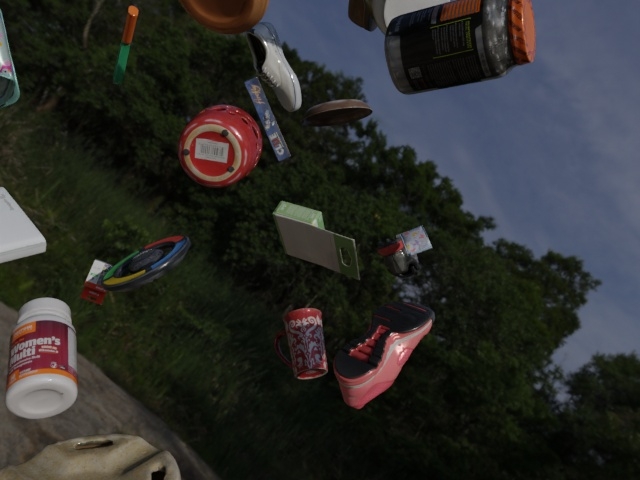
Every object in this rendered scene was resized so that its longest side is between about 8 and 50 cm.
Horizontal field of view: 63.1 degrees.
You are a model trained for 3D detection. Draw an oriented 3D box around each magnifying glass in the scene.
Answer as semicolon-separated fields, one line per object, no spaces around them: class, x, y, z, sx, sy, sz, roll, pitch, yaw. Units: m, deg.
magnifying glass;-0.469;-0.463;1.246;0.026;0.092;0.231;11;-30;-27

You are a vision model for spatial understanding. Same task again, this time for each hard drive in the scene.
hard drive;-0.847;-0.013;1.163;0.233;0.353;0.047;41;-54;23

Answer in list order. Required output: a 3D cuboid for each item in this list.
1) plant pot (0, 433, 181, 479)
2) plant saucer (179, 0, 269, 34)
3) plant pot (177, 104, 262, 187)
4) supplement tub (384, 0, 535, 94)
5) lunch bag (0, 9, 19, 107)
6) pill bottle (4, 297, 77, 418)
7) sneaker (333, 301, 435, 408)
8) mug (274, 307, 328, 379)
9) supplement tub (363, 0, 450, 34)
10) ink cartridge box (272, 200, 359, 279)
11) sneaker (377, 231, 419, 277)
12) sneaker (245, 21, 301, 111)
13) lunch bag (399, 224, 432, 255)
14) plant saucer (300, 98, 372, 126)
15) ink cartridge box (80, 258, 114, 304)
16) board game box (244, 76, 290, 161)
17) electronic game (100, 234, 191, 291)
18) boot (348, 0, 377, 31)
plant pot;-0.272;0.416;0.600;0.334;0.333;0.306;21;-67;60
plant saucer;-0.197;-0.487;1.000;0.199;0.037;0.200;10;-40;9
plant pot;-0.243;-0.221;1.254;0.191;0.191;0.174;45;16;-15
supplement tub;0.351;-0.498;1.317;0.337;0.207;0.207;-1;-37;32
lunch bag;-0.686;-0.373;1.001;0.262;0.160;0.224;-6;-83;59
pill bottle;-0.546;0.224;1.026;0.121;0.121;0.221;55;4;-46
sneaker;0.141;0.248;1.158;0.116;0.313;0.136;22;-51;38
mug;-0.046;0.296;1.450;0.113;0.169;0.150;9;-37;-31
supplement tub;0.261;-0.744;1.604;0.228;0.228;0.316;50;18;-31
ink cartridge box;0.000;0.000;1.345;0.235;0.056;0.171;17;-35;23
sneaker;0.255;0.047;1.629;0.135;0.097;0.276;68;20;2
sneaker;-0.141;-0.482;1.483;0.094;0.091;0.258;-5;-65;50
lunch bag;0.259;0.008;1.409;0.083;0.071;0.053;-100;166;-58
plant saucer;0.066;-0.546;2.225;0.310;0.310;0.050;177;-96;-73
ink cartridge box;-0.614;0.116;1.440;0.062;0.115;0.029;23;-4;-17
board game box;-0.161;-0.369;1.572;0.165;0.042;0.243;-115;-178;-71
electronic game;-0.419;0.051;1.256;0.229;0.229;0.048;20;-42;61
boot;0.157;-0.901;1.825;0.115;0.112;0.305;34;-40;25
